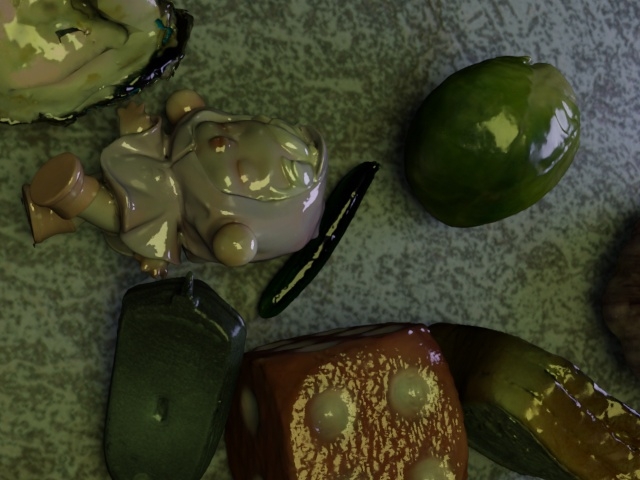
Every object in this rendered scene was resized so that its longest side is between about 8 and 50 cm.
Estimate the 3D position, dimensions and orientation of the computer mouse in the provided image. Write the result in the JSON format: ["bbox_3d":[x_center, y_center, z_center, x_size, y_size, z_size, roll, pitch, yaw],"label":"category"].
[{"bbox_3d":[-0.130,0.122,1.146,0.113,0.068,0.229,15,110,2],"label":"computer mouse"}]

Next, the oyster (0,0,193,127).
[{"bbox_3d":[-0.233,-0.196,1.114,0.259,0.092,0.198,-4,92,-13],"label":"oyster"}]

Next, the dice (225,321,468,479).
[{"bbox_3d":[0.016,0.169,1.173,0.173,0.175,0.179,-13,96,-22],"label":"dice"}]

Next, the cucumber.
[{"bbox_3d":[0.000,0.000,1.243,0.184,0.033,0.036,-56,134,-13],"label":"cucumber"}]

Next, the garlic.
[{"bbox_3d":[0.411,0.062,1.352,0.244,0.160,0.245,4,80,-21],"label":"garlic"}]

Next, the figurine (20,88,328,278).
[{"bbox_3d":[-0.116,-0.040,1.139,0.275,0.133,0.200,-4,49,-21],"label":"figurine"}]

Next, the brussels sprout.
[{"bbox_3d":[0.164,-0.096,1.250,0.181,0.143,0.161,-52,124,-13],"label":"brussels sprout"}]

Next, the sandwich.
[{"bbox_3d":[0.197,0.166,1.209,0.226,0.251,0.087,39,77,-19],"label":"sandwich"}]
